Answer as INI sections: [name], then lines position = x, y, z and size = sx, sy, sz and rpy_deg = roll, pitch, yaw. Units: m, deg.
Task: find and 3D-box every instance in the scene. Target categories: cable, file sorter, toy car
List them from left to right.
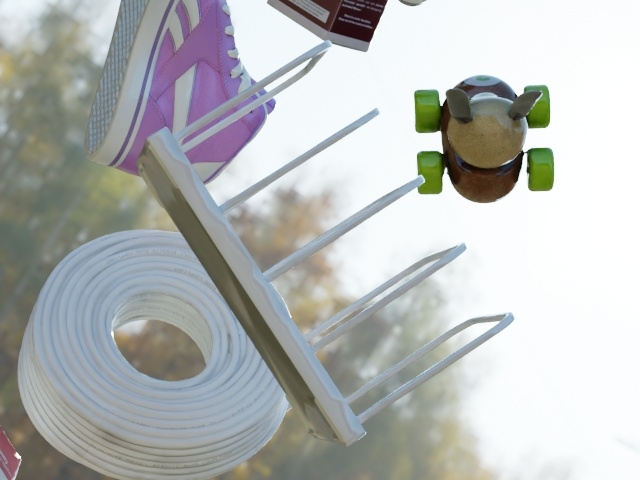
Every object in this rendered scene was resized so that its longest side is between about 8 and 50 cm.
[cable]
position = -0.149, 0.107, 1.826
size = 0.257, 0.257, 0.089
rpy_deg = 33, -40, 8
[file sorter]
position = 0.000, 0.000, 1.580
size = 0.278, 0.173, 0.193
rpy_deg = 56, -9, -1
[toy car]
position = 0.183, -0.135, 2.164
size = 0.155, 0.149, 0.188
rpy_deg = -2, -18, 1

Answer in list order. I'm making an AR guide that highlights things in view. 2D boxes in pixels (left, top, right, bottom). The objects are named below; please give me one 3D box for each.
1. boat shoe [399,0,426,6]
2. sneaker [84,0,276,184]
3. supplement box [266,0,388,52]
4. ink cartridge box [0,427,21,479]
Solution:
[boat shoe]
position = 0.110, -0.315, 2.400
size = 0.065, 0.183, 0.083
rpy_deg = 17, -55, -4
[sneaker]
position = -0.105, -0.189, 1.822
size = 0.161, 0.282, 0.102
rpy_deg = 15, 10, -23
[supplement box]
position = 0.039, -0.352, 2.243
size = 0.073, 0.239, 0.130
rpy_deg = 9, 20, -40
[ink cartridge box]
position = -0.333, 0.237, 1.630
size = 0.115, 0.198, 0.067
rpy_deg = -16, -58, 17
